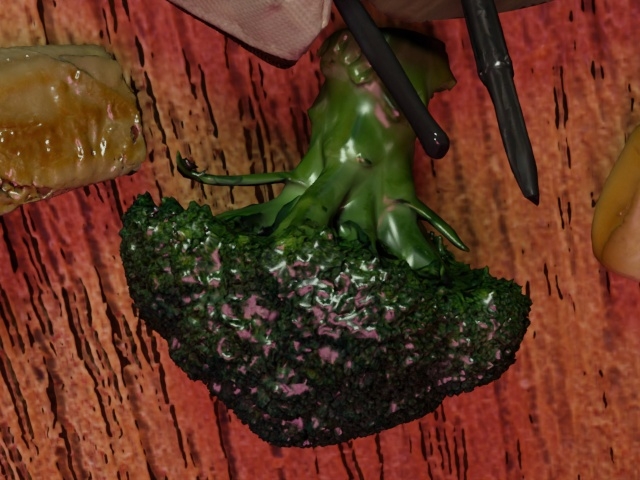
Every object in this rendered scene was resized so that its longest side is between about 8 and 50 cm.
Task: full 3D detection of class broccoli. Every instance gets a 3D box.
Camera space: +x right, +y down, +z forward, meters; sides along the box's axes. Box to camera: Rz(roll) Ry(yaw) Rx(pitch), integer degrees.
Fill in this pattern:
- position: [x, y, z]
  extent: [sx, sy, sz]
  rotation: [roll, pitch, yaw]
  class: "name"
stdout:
- position: [0.000, 0.000, 1.279]
  extent: [0.298, 0.297, 0.297]
  rotation: [8, 81, 2]
  class: "broccoli"

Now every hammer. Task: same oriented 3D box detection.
- position: [0.023, -0.149, 1.211]
  extent: [0.029, 0.246, 0.103]
  rotation: [-29, 156, -1]
  class: "hammer"

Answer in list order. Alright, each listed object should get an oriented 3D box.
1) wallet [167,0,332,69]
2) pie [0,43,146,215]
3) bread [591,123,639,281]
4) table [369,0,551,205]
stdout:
- position: [-0.126, -0.262, 1.150]
  extent: [0.335, 0.068, 0.275]
  rotation: [28, 143, 9]
  class: "wallet"
- position: [-0.267, -0.073, 1.280]
  extent: [0.282, 0.068, 0.128]
  rotation: [-10, 85, -27]
  class: "pie"
- position: [0.298, -0.096, 1.267]
  extent: [0.142, 0.091, 0.305]
  rotation: [15, 117, -13]
  class: "bread"
- position: [0.167, -0.208, 1.009]
  extent: [0.317, 0.249, 0.317]
  rotation: [-8, 129, -10]
  class: "table"
